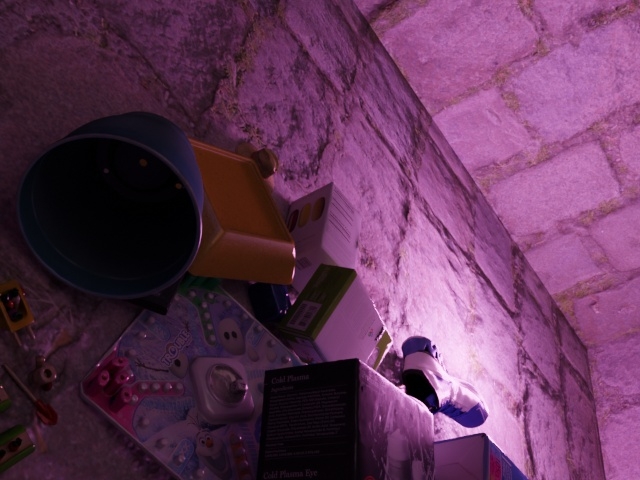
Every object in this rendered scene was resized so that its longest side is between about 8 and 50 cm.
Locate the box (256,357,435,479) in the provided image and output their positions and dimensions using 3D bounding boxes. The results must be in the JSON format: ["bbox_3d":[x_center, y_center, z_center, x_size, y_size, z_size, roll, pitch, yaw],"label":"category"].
[{"bbox_3d":[0.054,0.404,1.176,0.343,0.179,0.312,44,40,-50],"label":"box"}]

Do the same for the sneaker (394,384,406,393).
[{"bbox_3d":[0.155,0.406,1.718,0.185,0.070,0.083,-5,81,-53],"label":"sneaker"}]

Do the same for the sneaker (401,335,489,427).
[{"bbox_3d":[0.313,0.427,1.912,0.315,0.127,0.182,48,36,-15],"label":"sneaker"}]

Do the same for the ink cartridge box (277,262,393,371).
[{"bbox_3d":[0.041,0.207,1.546,0.188,0.097,0.255,-54,134,-29],"label":"ink cartridge box"}]

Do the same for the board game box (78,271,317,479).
[{"bbox_3d":[-0.164,0.252,1.236,0.390,0.050,0.390,44,33,-10],"label":"board game box"}]

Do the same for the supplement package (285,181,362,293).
[{"bbox_3d":[0.000,0.000,1.695,0.134,0.139,0.244,48,32,-29],"label":"supplement package"}]

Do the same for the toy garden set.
[{"bbox_3d":[-0.435,0.174,0.939,0.244,0.049,0.204,63,29,-3],"label":"toy garden set"}]

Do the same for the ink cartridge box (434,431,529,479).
[{"bbox_3d":[0.367,0.638,1.665,0.395,0.270,0.151,49,37,-26],"label":"ink cartridge box"}]

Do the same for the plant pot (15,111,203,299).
[{"bbox_3d":[-0.311,-0.085,1.151,0.271,0.272,0.255,52,16,-22],"label":"plant pot"}]

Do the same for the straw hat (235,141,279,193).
[{"bbox_3d":[-0.134,-0.185,1.699,0.144,0.061,0.144,37,40,-39],"label":"straw hat"}]

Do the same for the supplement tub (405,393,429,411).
[{"bbox_3d":[0.131,0.500,1.452,0.207,0.207,0.338,42,36,-34],"label":"supplement tub"}]

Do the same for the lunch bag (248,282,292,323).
[{"bbox_3d":[-0.102,0.130,1.500,0.065,0.067,0.098,-1,72,-58],"label":"lunch bag"}]

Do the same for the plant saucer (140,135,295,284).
[{"bbox_3d":[-0.190,-0.077,1.433,0.333,0.081,0.332,11,47,-56],"label":"plant saucer"}]

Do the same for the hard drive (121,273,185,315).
[{"bbox_3d":[-0.291,0.066,1.228,0.094,0.022,0.135,21,34,-6],"label":"hard drive"}]
